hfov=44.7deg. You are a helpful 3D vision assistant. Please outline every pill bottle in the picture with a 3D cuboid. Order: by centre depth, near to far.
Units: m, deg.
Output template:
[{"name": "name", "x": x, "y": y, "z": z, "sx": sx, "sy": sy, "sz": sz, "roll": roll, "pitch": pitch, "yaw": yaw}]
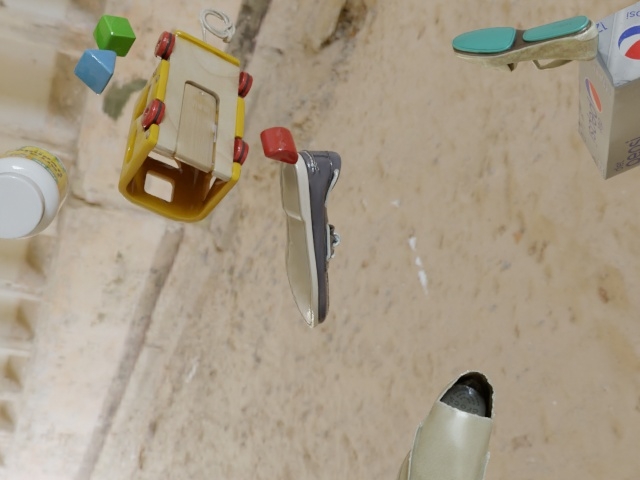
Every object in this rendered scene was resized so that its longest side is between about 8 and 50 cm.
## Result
[{"name": "pill bottle", "x": -0.432, "y": -0.068, "z": 1.120, "sx": 0.208, "sy": 0.117, "sz": 0.118, "roll": -129, "pitch": 53, "yaw": -72}]

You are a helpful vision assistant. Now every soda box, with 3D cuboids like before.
[{"name": "soda box", "x": 0.390, "y": -0.180, "z": 0.982, "sx": 0.286, "sy": 0.098, "sz": 0.091, "roll": 45, "pitch": -157, "yaw": -66}]

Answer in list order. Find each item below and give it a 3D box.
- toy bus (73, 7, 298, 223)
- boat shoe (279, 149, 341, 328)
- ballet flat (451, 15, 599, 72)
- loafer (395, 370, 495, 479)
[{"name": "toy bus", "x": -0.135, "y": -0.116, "z": 0.755, "sx": 0.191, "sy": 0.202, "sz": 0.104, "roll": 54, "pitch": 129, "yaw": 8}, {"name": "boat shoe", "x": 0.000, "y": 0.000, "z": 0.852, "sx": 0.075, "sy": 0.064, "sz": 0.206, "roll": 35, "pitch": 134, "yaw": 57}, {"name": "ballet flat", "x": 0.229, "y": -0.213, "z": 0.882, "sx": 0.168, "sy": 0.052, "sz": 0.057, "roll": 2, "pitch": 46, "yaw": 34}, {"name": "loafer", "x": 0.161, "y": 0.252, "z": 0.969, "sx": 0.268, "sy": 0.101, "sz": 0.092, "roll": -58, "pitch": -17, "yaw": -58}]
